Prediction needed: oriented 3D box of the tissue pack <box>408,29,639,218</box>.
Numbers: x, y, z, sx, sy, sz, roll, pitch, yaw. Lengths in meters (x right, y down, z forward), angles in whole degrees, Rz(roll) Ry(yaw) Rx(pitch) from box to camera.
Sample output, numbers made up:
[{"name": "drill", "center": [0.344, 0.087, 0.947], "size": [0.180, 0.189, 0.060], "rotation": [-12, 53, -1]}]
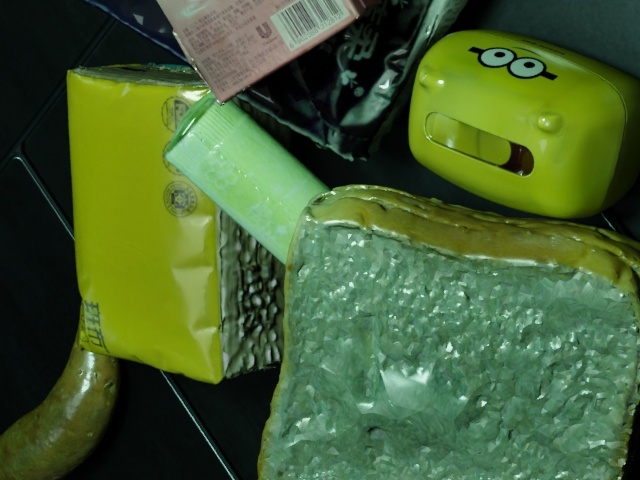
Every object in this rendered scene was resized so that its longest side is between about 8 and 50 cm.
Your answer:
[{"name": "tissue pack", "center": [0.153, -0.090, 1.494], "size": [0.178, 0.127, 0.123], "rotation": [25, 118, 33]}]

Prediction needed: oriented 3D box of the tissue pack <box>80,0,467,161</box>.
[{"name": "tissue pack", "center": [-0.041, -0.242, 1.560], "size": [0.332, 0.123, 0.245], "rotation": [30, 123, 6]}]

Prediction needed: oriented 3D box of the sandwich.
[{"name": "sandwich", "center": [0.110, 0.103, 1.523], "size": [0.301, 0.099, 0.271], "rotation": [11, 115, 10]}]

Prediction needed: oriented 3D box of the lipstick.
[{"name": "lipstick", "center": [0.000, 0.000, 1.599], "size": [0.304, 0.076, 0.076], "rotation": [43, 128, -7]}]

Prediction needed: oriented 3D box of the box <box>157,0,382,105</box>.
[{"name": "box", "center": [-0.043, -0.187, 1.484], "size": [0.156, 0.060, 0.111], "rotation": [-27, 99, 27]}]

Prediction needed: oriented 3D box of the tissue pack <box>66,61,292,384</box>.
[{"name": "tissue pack", "center": [-0.127, -0.021, 1.733], "size": [0.192, 0.134, 0.271], "rotation": [8, 106, 38]}]

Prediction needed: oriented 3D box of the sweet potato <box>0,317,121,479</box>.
[{"name": "sweet potato", "center": [-0.260, 0.170, 1.928], "size": [0.346, 0.079, 0.108], "rotation": [-55, 55, 31]}]
